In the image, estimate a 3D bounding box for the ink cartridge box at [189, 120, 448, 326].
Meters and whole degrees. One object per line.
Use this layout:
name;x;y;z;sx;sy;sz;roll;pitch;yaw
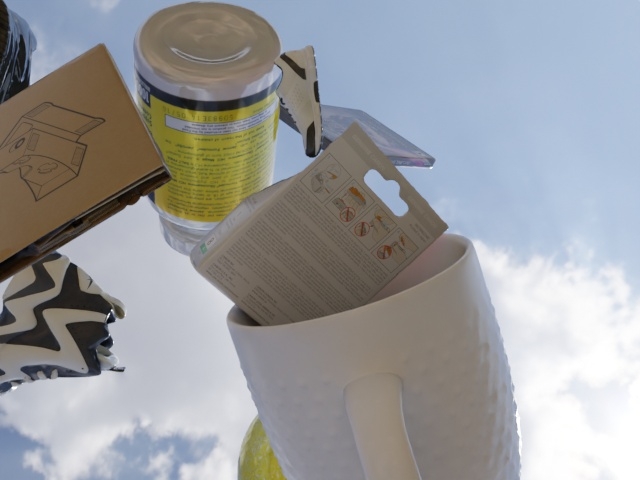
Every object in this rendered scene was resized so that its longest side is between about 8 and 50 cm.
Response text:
ink cartridge box;0.000;0.000;0.902;0.181;0.225;0.056;44;-177;-30

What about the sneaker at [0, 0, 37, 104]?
sneaker;-0.367;-0.117;0.900;0.109;0.130;0.286;20;-86;7

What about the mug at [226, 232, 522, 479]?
mug;0.077;0.199;0.863;0.276;0.374;0.328;-17;-80;4

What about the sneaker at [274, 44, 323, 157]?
sneaker;-0.020;-0.134;0.818;0.044;0.040;0.109;-8;-83;0

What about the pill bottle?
pill bottle;-0.153;-0.136;1.133;0.188;0.334;0.188;4;-134;-4

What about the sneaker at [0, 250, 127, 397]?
sneaker;-0.299;0.135;0.909;0.153;0.094;0.235;31;-87;-12

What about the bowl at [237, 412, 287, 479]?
bowl;-0.002;0.315;1.312;0.290;0.156;0.289;-6;-142;5

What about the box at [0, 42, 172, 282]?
box;-0.223;-0.071;0.691;0.164;0.021;0.201;-32;-132;-2

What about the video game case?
video game case;0.058;-0.185;1.457;0.196;0.026;0.274;39;-156;30
